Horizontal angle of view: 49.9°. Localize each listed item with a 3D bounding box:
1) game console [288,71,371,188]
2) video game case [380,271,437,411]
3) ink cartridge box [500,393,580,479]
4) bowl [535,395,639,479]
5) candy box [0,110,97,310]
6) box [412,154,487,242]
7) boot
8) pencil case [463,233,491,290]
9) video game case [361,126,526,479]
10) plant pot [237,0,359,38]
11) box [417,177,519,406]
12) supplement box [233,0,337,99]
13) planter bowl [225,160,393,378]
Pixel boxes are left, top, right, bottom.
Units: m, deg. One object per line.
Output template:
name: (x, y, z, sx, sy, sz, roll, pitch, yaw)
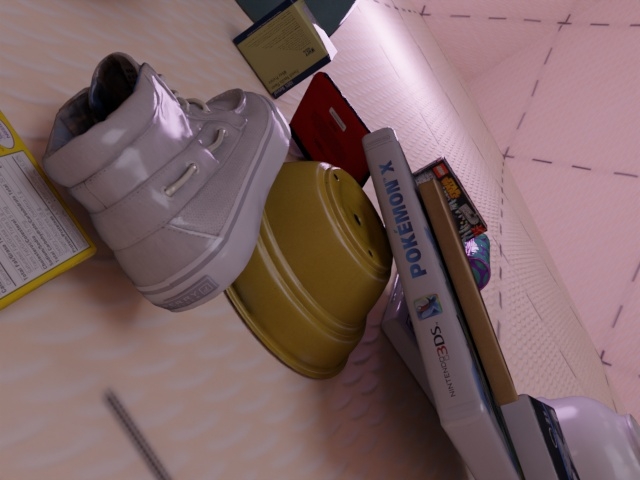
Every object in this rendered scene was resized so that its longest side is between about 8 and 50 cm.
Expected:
game console: (0.032, -0.095, 0.762, 0.085, 0.124, 0.144, 0, 45, -38)
video game case: (0.155, 0.146, 0.844, 0.227, 0.026, 0.206, 56, 21, -9)
ink cartridge box: (0.281, 0.348, 0.776, 0.165, 0.065, 0.332, 33, 39, -57)
bowl: (0.486, 0.379, 1.146, 0.298, 0.134, 0.297, 49, 23, -29)
candy box: (-0.194, -0.059, 0.310, 0.205, 0.027, 0.105, 57, 24, -8)
box: (0.186, -0.052, 1.074, 0.137, 0.094, 0.027, 55, 21, -14)
boot: (-0.092, -0.075, 0.453, 0.123, 0.095, 0.258, 56, 16, -27)
pencil case: (0.255, 0.033, 1.163, 0.151, 0.065, 0.070, -57, 131, -67)
video game case: (0.130, 0.100, 0.661, 0.329, 0.036, 0.299, 59, 15, -47)
plant pot: (-0.023, -0.427, 0.942, 0.290, 0.195, 0.290, 48, 24, -30)
box: (0.139, 0.041, 0.654, 0.164, 0.021, 0.201, -8, 79, -79)
supplement box: (-0.039, -0.225, 0.798, 0.083, 0.083, 0.056, 53, 22, -16)
planter bowl: (0.000, 0.000, 0.589, 0.217, 0.090, 0.217, 48, 24, -29)
